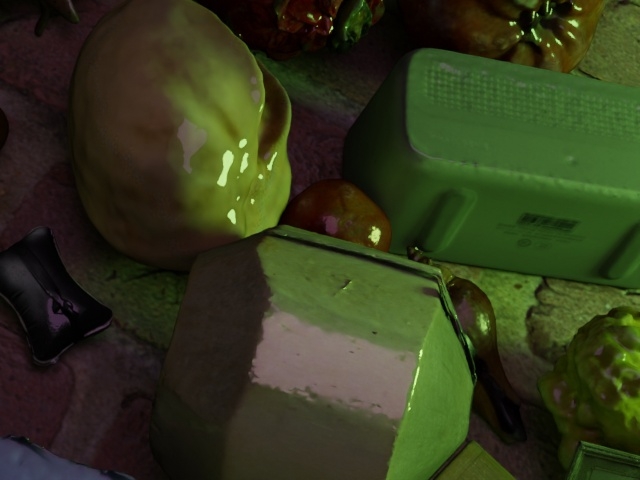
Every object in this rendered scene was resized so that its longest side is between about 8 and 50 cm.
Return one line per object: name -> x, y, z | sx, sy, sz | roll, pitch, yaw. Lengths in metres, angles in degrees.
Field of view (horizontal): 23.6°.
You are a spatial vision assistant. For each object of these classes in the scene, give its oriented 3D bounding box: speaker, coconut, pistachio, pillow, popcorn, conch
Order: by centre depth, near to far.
coconut -> -0.002, 0.143, 1.454 | 0.323, 0.323, 0.323 | 7, 61, -13
pillow -> -0.282, 0.056, 1.559 | 0.091, 0.055, 0.136 | -41, 75, 2
pistachio -> -0.147, -0.110, 1.597 | 0.238, 0.229, 0.321 | -23, 58, 9
popcorn -> 0.324, 0.166, 1.627 | 0.197, 0.155, 0.197 | 27, 43, -28
conch -> 0.156, 0.107, 1.650 | 0.086, 0.080, 0.233 | -14, 68, -15
speaker -> 0.242, -0.079, 1.716 | 0.406, 0.184, 0.183 | 9, 60, -12

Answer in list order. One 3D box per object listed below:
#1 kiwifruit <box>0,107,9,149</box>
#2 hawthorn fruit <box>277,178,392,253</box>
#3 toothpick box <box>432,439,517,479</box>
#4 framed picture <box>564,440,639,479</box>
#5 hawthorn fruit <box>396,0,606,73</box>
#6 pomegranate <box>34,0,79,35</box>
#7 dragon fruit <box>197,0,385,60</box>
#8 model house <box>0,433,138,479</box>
kiwifruit -> -0.379, -0.104, 1.604 | 0.075, 0.075, 0.124 | 43, 55, 8
hawthorn fruit -> 0.004, -0.001, 1.633 | 0.140, 0.125, 0.125 | -16, 68, -24
toothpick box -> 0.193, 0.362, 1.459 | 0.308, 0.190, 0.187 | 44, 61, 8
framed picture -> 0.344, 0.307, 1.573 | 0.231, 0.173, 0.010 | 14, 15, -9
hawthorn fruit -> 0.211, -0.315, 1.785 | 0.284, 0.284, 0.284 | 7, 61, -13
pomegranate -> -0.340, -0.320, 1.711 | 0.191, 0.131, 0.152 | 33, 49, -25
dragon fruit -> -0.037, -0.330, 1.742 | 0.244, 0.244, 0.299 | 10, 45, -12
model house -> -0.275, 0.324, 1.327 | 0.237, 0.215, 0.303 | 21, 62, -7
